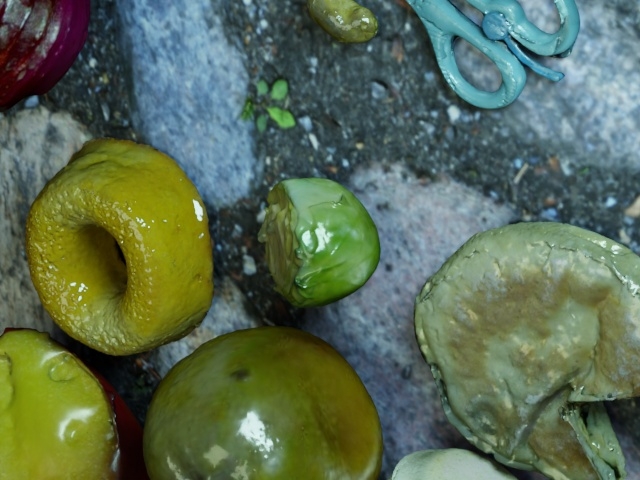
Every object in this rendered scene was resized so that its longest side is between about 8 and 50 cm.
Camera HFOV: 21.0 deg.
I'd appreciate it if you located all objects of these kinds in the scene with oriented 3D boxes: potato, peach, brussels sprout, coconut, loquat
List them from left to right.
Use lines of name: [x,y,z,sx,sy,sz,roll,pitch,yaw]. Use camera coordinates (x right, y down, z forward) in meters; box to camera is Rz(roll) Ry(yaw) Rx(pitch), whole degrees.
peach: [-0.355,0.278,2.239,0.281,0.281,0.338,-13,104,39]
loquat: [-0.072,0.238,2.001,0.276,0.284,0.276,11,115,26]
brussels sprout: [0.005,0.001,1.939,0.151,0.122,0.149,-132,44,-56]
potato: [0.021,-0.239,1.856,0.092,0.045,0.046,30,90,18]
coconut: [0.136,0.359,1.962,0.224,0.224,0.234,33,126,19]

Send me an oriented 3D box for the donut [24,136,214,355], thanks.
donut: [-0.254,0.019,2.136,0.278,0.108,0.277,16,120,29]

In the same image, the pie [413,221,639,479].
pie: [0.242,0.120,1.855,0.337,0.075,0.337,18,120,34]

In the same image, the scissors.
scissors: [0.097,-0.287,1.786,0.393,0.032,0.180,41,129,13]

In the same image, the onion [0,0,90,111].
onion: [-0.408,-0.364,1.934,0.398,0.398,0.420,40,101,14]
